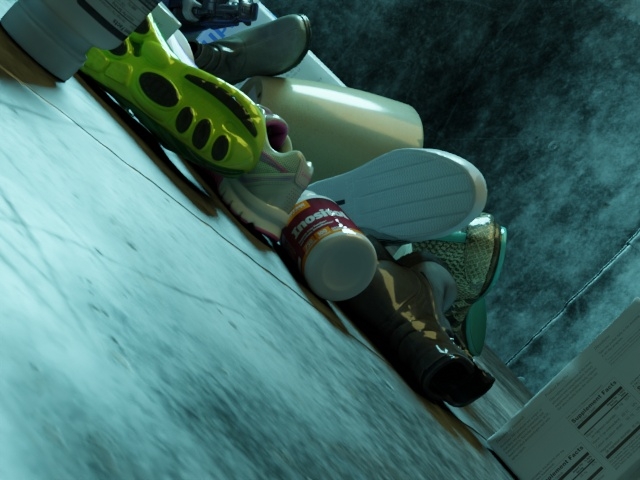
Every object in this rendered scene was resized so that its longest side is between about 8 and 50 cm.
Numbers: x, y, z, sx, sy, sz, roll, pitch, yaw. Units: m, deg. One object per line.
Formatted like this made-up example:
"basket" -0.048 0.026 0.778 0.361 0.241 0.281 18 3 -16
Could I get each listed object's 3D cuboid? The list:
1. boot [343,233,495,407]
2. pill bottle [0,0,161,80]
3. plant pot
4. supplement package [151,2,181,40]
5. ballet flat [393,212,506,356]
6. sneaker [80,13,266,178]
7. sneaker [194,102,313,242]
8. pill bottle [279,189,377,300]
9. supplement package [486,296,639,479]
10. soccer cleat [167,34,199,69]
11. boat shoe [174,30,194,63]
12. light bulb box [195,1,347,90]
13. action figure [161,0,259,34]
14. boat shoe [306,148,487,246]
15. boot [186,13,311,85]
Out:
"boot" 0.142 0.122 1.353 0.223 0.118 0.338 50 17 23
"pill bottle" -0.202 -0.239 0.956 0.108 0.180 0.108 45 4 -4
"plant pot" -0.014 -0.164 1.748 0.274 0.257 0.256 23 15 -27
"supplement package" -0.269 -0.300 1.366 0.105 0.105 0.179 41 6 -32
"ballet flat" 0.199 0.072 1.730 0.181 0.164 0.483 8 -20 8
"sneaker" -0.183 -0.166 1.129 0.295 0.109 0.123 44 -18 12
"sneaker" -0.094 -0.114 1.227 0.252 0.111 0.103 47 5 26
"pill bottle" 0.000 0.000 1.211 0.086 0.086 0.152 42 5 -33
"supplement package" 0.375 0.234 1.331 0.145 0.262 0.204 48 5 31
"soccer cleat" -0.226 -0.249 1.489 0.248 0.083 0.095 47 9 -1
"boat shoe" -0.281 -0.312 1.629 0.070 0.078 0.219 -20 49 -39
"light bulb box" -0.065 -0.267 2.116 0.361 0.225 0.358 45 5 11
"action figure" -0.220 -0.443 1.716 0.330 0.179 0.341 19 -5 -41
"boat shoe" 0.105 -0.054 1.417 0.119 0.121 0.335 4 -5 -42
"boot" -0.146 -0.298 1.673 0.161 0.246 0.084 -7 83 -52
